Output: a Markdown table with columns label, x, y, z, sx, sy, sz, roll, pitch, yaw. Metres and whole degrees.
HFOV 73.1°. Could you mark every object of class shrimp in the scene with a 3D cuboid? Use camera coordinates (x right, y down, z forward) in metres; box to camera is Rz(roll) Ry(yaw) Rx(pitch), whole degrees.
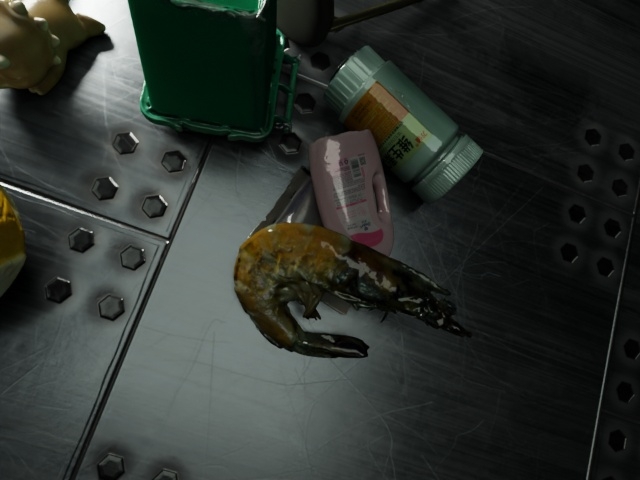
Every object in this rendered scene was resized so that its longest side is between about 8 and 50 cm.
| label | x | y | z | sx | sy | sz | roll | pitch | yaw |
| --- | --- | --- | --- | --- | --- | --- | --- | --- | --- |
| shrimp | 0.049 | 0.125 | 0.785 | 0.444 | 0.085 | 0.273 | 16 | 113 | 3 |

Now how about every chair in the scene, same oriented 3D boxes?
| label | x | y | z | sx | sy | sz | roll | pitch | yaw |
| --- | --- | --- | --- | --- | --- | --- | --- | --- | --- |
| chair | 0.056 | -0.626 | 0.838 | 0.410 | 0.362 | 0.365 | -39 | 90 | -10 |

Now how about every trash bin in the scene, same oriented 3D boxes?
| label | x | y | z | sx | sy | sz | roll | pitch | yaw |
| --- | --- | --- | --- | --- | --- | --- | --- | --- | --- |
| trash bin | -0.165 | -0.345 | 0.729 | 0.294 | 0.381 | 0.260 | 9 | 81 | -10 |

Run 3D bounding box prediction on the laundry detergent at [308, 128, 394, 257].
| label | x | y | z | sx | sy | sz | roll | pitch | yaw |
| --- | --- | --- | --- | --- | --- | --- | --- | --- | --- |
| laundry detergent | 0.076 | -0.037 | 0.837 | 0.158 | 0.087 | 0.336 | -19 | 99 | -27 |

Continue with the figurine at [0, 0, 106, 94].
| label | x | y | z | sx | sy | sz | roll | pitch | yaw |
| --- | --- | --- | --- | --- | --- | --- | --- | --- | --- |
| figurine | -0.535 | -0.387 | 0.772 | 0.177 | 0.173 | 0.247 | 42 | 77 | -1 |

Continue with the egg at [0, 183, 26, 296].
| label | x | y | z | sx | sy | sz | roll | pitch | yaw |
| --- | --- | --- | --- | --- | --- | --- | --- | --- | --- |
| egg | -0.627 | -0.020 | 0.682 | 0.336 | 0.201 | 0.338 | 0 | 103 | 1 |

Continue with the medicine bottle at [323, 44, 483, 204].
| label | x | y | z | sx | sy | sz | roll | pitch | yaw |
| --- | --- | --- | --- | --- | --- | --- | --- | --- | --- |
| medicine bottle | 0.163 | -0.237 | 0.889 | 0.318 | 0.158 | 0.158 | 44 | 76 | -2 |

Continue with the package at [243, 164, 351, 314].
| label | x | y | z | sx | sy | sz | roll | pitch | yaw |
| --- | --- | --- | --- | --- | --- | --- | --- | --- | --- |
| package | 0.000 | 0.000 | 0.877 | 0.250 | 0.062 | 0.204 | 38 | 76 | -16 |
